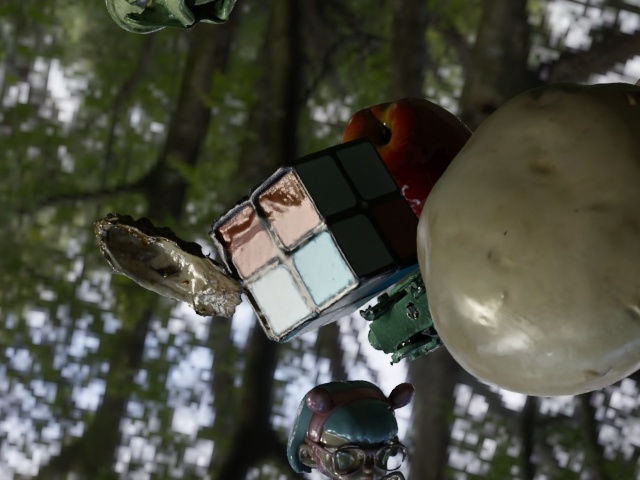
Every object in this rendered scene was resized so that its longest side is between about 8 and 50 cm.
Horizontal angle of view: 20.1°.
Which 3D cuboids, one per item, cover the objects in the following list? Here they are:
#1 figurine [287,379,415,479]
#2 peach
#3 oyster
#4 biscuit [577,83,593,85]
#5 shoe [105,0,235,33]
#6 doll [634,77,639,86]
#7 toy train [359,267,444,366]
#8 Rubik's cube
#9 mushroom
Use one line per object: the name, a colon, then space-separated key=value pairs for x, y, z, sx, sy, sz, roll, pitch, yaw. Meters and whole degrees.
figurine: x=-0.002 y=0.251 z=1.693 sx=0.205 sy=0.260 sz=0.103 roll=1 pitch=-163 yaw=-19
peach: x=0.137 y=-0.096 z=2.657 sx=0.243 sy=0.243 sz=0.199 roll=32 pitch=-105 yaw=33
oyster: x=-0.157 y=0.019 z=1.866 sx=0.177 sy=0.105 sz=0.056 roll=18 pitch=-120 yaw=18
biscuit: x=0.356 y=-0.063 z=2.419 sx=0.296 sy=0.296 sz=0.102 roll=3 pitch=169 yaw=-20
shoe: x=-0.177 y=-0.314 z=2.180 sx=0.140 sy=0.262 sz=0.128 roll=-3 pitch=-114 yaw=-29
doll: x=0.351 y=-0.108 z=2.111 sx=0.287 sy=0.151 sz=0.151 roll=-25 pitch=-165 yaw=24
toy train: x=0.160 y=0.079 z=2.312 sx=0.154 sy=0.269 sz=0.115 roll=-25 pitch=-100 yaw=-33
Rubik's cube: x=0.001 y=0.000 z=2.229 sx=0.167 sy=0.183 sz=0.180 roll=-21 pitch=-104 yaw=-48
mushroom: x=0.262 y=0.025 z=1.711 sx=0.314 sy=0.314 sz=0.336 roll=39 pitch=178 yaw=41
